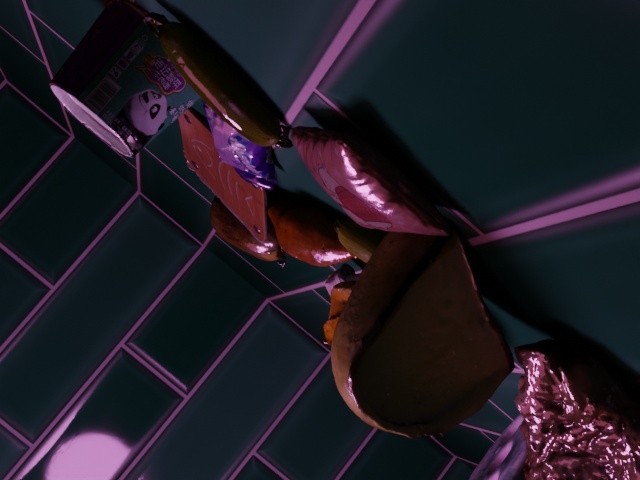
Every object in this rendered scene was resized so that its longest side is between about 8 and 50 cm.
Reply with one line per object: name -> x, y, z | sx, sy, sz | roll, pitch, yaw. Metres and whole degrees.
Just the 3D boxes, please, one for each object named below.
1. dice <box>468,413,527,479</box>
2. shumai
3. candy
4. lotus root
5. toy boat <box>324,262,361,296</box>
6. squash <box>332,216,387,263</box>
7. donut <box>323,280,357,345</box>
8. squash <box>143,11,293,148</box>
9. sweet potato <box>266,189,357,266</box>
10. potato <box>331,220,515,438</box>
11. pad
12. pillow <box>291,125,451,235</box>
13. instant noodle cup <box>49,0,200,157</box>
dice -> 0.471, 0.514, 1.824 | 0.330, 0.328, 0.348 | 39, 169, 7
shumai -> 0.443, 0.278, 1.530 | 0.346, 0.217, 0.283 | -30, 77, 59
candy -> -0.150, -0.180, 1.784 | 0.145, 0.070, 0.275 | 30, 163, 12
lotus root -> -0.166, -0.039, 2.248 | 0.241, 0.124, 0.123 | 31, -178, 27
toy boat -> 0.122, 0.163, 2.065 | 0.269, 0.141, 0.141 | 46, 169, -1
squash -> 0.120, 0.028, 1.731 | 0.258, 0.069, 0.069 | 34, 168, 23
donut -> 0.153, 0.184, 1.831 | 0.329, 0.160, 0.330 | 20, 163, 6
squash -> -0.161, -0.246, 1.538 | 0.318, 0.071, 0.080 | 43, 169, -19
sweet potato -> -0.030, -0.017, 1.922 | 0.359, 0.112, 0.112 | 25, 162, 51
potato -> 0.118, 0.151, 1.546 | 0.212, 0.280, 0.330 | 26, 151, 55
pad -> -0.210, -0.146, 2.064 | 0.284, 0.018, 0.286 | 46, 161, 16
pillow -> 0.064, -0.084, 1.413 | 0.223, 0.084, 0.236 | 42, 171, -21
instant noodle cup -> -0.346, -0.279, 1.705 | 0.251, 0.190, 0.251 | 38, 169, 9
